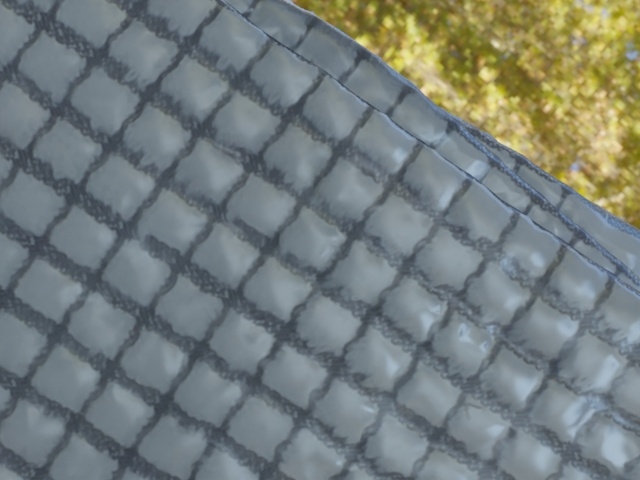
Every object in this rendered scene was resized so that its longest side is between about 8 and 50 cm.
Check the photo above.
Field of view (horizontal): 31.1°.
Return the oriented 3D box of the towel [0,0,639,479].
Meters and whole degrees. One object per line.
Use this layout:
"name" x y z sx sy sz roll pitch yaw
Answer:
"towel" -0.038 0.053 0.363 0.235 0.283 0.121 -58 -176 -4
